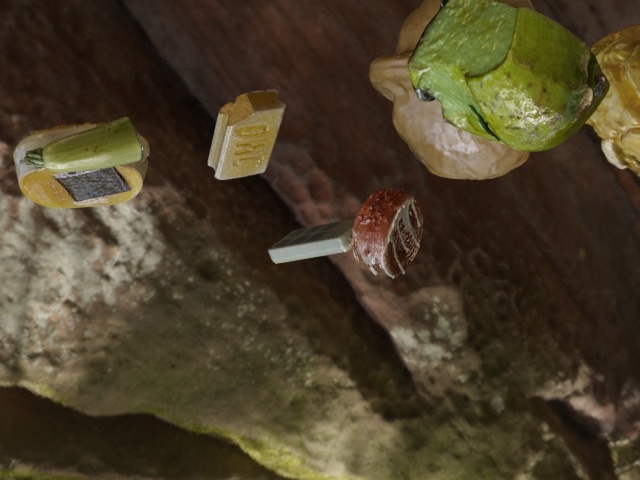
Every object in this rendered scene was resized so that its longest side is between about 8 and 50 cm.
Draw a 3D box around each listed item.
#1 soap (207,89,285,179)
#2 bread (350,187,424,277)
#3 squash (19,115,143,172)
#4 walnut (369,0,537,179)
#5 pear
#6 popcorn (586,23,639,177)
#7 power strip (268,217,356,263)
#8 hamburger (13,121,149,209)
[{"bbox_3d":[-0.176,-0.248,1.927,0.140,0.232,0.073,-14,-120,-27],"label":"soap"},{"bbox_3d":[0.122,-0.013,1.451,0.073,0.160,0.160,19,-157,31],"label":"bread"},{"bbox_3d":[-0.461,-0.173,1.568,0.224,0.094,0.094,-16,-116,-20],"label":"squash"},{"bbox_3d":[0.274,-0.278,1.453,0.383,0.383,0.383,27,-140,-25],"label":"walnut"},{"bbox_3d":[0.273,-0.197,1.098,0.238,0.164,0.255,32,-172,-37],"label":"pear"},{"bbox_3d":[0.786,-0.344,1.891,0.390,0.344,0.354,64,-179,21],"label":"popcorn"},{"bbox_3d":[0.000,0.000,1.877,0.118,0.270,0.046,-33,-73,-45],"label":"power strip"},{"bbox_3d":[-0.534,-0.178,1.835,0.295,0.227,0.151,-2,-116,-5],"label":"hamburger"}]
